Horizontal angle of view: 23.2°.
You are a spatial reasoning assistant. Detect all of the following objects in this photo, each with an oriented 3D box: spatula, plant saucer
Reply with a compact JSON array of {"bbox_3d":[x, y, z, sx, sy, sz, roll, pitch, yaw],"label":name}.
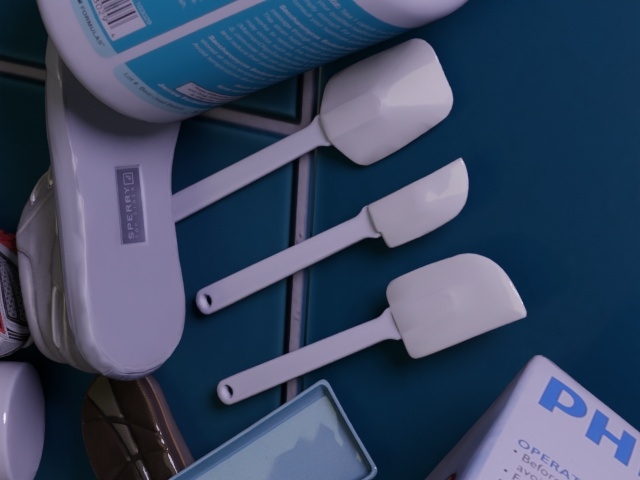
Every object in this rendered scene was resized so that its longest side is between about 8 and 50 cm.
[{"bbox_3d":[0.000,0.000,0.912,0.242,0.019,0.168,-24,86,41],"label":"spatula"},{"bbox_3d":[-0.057,0.163,0.951,0.192,0.018,0.067,-34,72,11],"label":"plant saucer"}]

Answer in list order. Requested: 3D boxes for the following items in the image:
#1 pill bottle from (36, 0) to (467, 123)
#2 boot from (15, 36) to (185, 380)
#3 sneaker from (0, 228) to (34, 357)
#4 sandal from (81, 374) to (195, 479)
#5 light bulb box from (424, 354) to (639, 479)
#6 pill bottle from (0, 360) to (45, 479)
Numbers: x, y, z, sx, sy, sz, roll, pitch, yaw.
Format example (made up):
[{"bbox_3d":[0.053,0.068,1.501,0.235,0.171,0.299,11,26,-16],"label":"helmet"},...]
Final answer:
[{"bbox_3d":[-0.013,-0.162,0.798,0.264,0.146,0.146,-16,93,36],"label":"pill bottle"},{"bbox_3d":[-0.147,-0.045,0.960,0.123,0.095,0.258,-1,88,54],"label":"boot"},{"bbox_3d":[-0.281,0.000,1.047,0.225,0.093,0.088,32,120,14],"label":"sneaker"},{"bbox_3d":[-0.097,0.185,1.014,0.090,0.060,0.219,-29,73,30],"label":"sandal"},{"bbox_3d":[0.043,0.307,0.734,0.225,0.361,0.358,39,123,2],"label":"light bulb box"},{"bbox_3d":[-0.301,0.125,1.064,0.208,0.117,0.118,1,105,8],"label":"pill bottle"}]
